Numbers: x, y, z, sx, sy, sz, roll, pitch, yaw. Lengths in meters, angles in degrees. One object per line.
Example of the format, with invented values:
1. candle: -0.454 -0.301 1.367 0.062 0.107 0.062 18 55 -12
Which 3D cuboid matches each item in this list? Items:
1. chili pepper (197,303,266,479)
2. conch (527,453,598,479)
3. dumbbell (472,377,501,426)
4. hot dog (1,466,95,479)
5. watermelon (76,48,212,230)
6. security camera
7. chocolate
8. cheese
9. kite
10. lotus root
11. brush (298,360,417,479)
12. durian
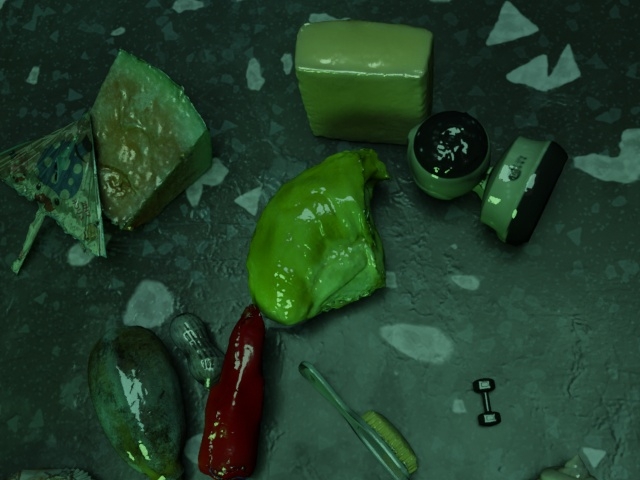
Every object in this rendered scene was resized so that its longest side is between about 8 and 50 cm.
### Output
1. chili pepper: -0.153 0.305 1.468 0.110 0.110 0.388 8 88 10
2. conch: 0.394 0.477 1.351 0.158 0.127 0.255 7 75 9
3. dumbbell: 0.295 0.287 1.469 0.035 0.040 0.083 1 71 -24
4. hot dog: -0.530 0.490 1.499 0.267 0.075 0.144 -15 67 7
5. watermelon: -0.357 -0.201 1.658 0.264 0.151 0.302 41 102 15
6. security camera: 0.289 -0.132 1.517 0.277 0.191 0.197 26 80 15
7. chocolate: -0.225 0.207 1.544 0.072 0.072 0.167 -35 70 -4
8. cheese: 0.087 -0.289 1.548 0.242 0.265 0.124 10 73 10
9. kite: -0.535 -0.094 1.643 0.406 0.014 0.369 34 102 26
10. lotus root: -0.321 0.309 1.492 0.158 0.140 0.322 -22 74 0
11. brush: 0.076 0.314 1.482 0.060 0.068 0.297 -35 69 -24
12. durian: 0.000 0.000 1.511 0.339 0.204 0.256 -25 83 0
